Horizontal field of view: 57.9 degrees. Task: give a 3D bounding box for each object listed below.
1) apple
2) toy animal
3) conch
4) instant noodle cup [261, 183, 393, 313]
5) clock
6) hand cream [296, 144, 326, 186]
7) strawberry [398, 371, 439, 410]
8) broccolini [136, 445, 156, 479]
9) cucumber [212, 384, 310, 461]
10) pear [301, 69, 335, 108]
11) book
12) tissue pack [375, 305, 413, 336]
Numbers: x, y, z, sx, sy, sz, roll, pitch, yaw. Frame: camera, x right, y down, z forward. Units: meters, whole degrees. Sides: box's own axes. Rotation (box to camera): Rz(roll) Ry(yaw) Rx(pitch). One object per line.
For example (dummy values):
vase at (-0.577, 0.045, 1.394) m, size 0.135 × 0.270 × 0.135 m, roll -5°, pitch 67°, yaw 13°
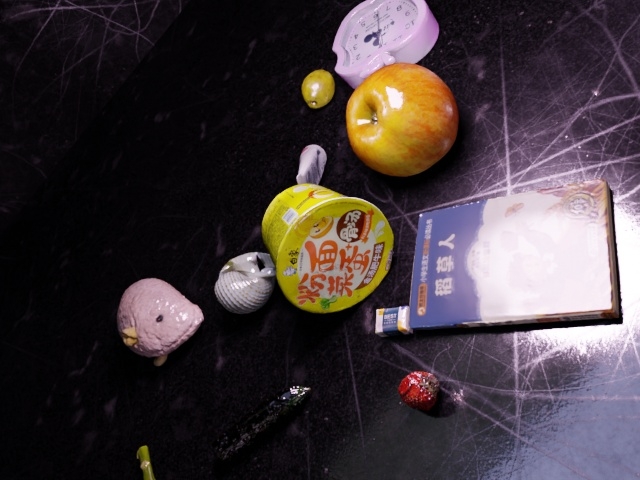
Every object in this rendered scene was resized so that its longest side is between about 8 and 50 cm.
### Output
apple at (0.198, -0.315, 1.473) m, size 0.302 × 0.301 × 0.301 m, roll -21°, pitch 52°, yaw 30°
toy animal at (-0.528, 0.237, 1.800) m, size 0.358 × 0.188 × 0.226 m, roll 25°, pitch 76°, yaw 47°
conch at (-0.197, 0.129, 1.630) m, size 0.200 × 0.131 × 0.172 m, roll -9°, pitch 27°, yaw 5°
instant noodle cup at (0.000, 0.000, 1.447) m, size 0.311 × 0.311 × 0.221 m, roll -50°, pitch 34°, yaw 4°
clock at (0.196, -0.625, 1.794) m, size 0.339 × 0.102 × 0.338 m, roll -21°, pitch 53°, yaw 30°
hand cream at (-0.035, -0.192, 1.655) m, size 0.078 × 0.124 × 0.340 m, roll -4°, pitch 29°, yaw 10°
strawberry at (0.203, 0.313, 1.209) m, size 0.096 × 0.083 × 0.083 m, roll 126°, pitch 150°, yaw -52°
broccolini at (-0.427, 0.706, 1.520) m, size 0.074 × 0.079 × 0.392 m, roll -58°, pitch 35°, yaw 11°
cucumber at (-0.146, 0.441, 1.429) m, size 0.300 × 0.072 × 0.072 m, roll -41°, pitch 45°, yaw 12°
pear at (-0.007, -0.492, 1.876) m, size 0.107 × 0.107 × 0.131 m, roll 1°, pitch 68°, yaw 41°
book at (0.395, 0.039, 1.243) m, size 0.428 × 0.039 × 0.299 m, roll -11°, pitch 57°, yaw 35°
tissue pack at (0.171, 0.187, 1.337) m, size 0.083 × 0.042 × 0.062 m, roll -12°, pitch 59°, yaw 35°
